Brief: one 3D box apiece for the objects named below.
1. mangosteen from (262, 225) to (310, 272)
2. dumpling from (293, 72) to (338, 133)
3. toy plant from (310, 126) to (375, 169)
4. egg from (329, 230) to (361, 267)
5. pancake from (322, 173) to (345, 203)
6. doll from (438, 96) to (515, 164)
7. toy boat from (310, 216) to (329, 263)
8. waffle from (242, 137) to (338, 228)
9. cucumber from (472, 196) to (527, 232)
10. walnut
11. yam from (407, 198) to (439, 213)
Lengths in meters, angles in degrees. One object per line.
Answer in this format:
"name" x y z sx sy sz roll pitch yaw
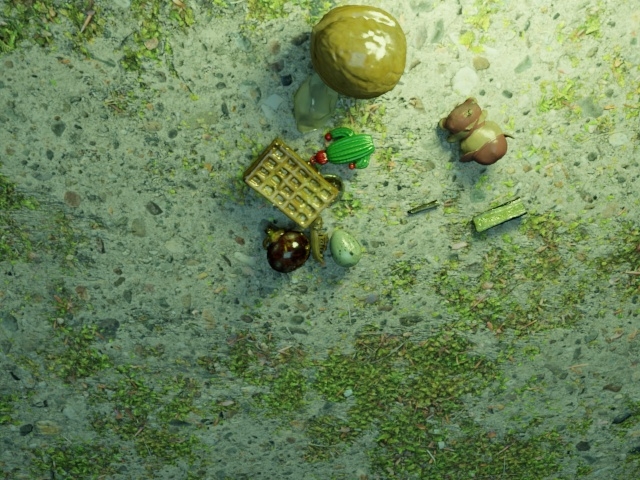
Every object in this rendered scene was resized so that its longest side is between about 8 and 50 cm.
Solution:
"mangosteen" -0.149 0.025 1.897 0.192 0.192 0.217 -43 78 18
"dumpling" -0.012 -0.495 1.672 0.167 0.126 0.215 -2 104 -29
"toy plant" 0.087 -0.354 1.753 0.241 0.088 0.154 10 104 6
"egg" 0.102 0.035 1.916 0.132 0.131 0.164 -25 108 11
"pancake" 0.039 -0.213 1.854 0.130 0.022 0.116 30 112 -19
"doll" 0.574 -0.391 1.703 0.255 0.152 0.196 48 139 -5
"toy boat" 0.000 0.000 1.930 0.072 0.064 0.205 2 118 16
"waffle" -0.115 -0.215 1.776 0.328 0.098 0.224 39 108 -20
"cucumber" 0.739 -0.102 1.900 0.212 0.062 0.077 -24 80 17
"walnut" 0.122 -0.614 1.498 0.334 0.332 0.332 0 116 -1
"yam" 0.426 -0.133 1.895 0.130 0.027 0.033 -21 113 10
